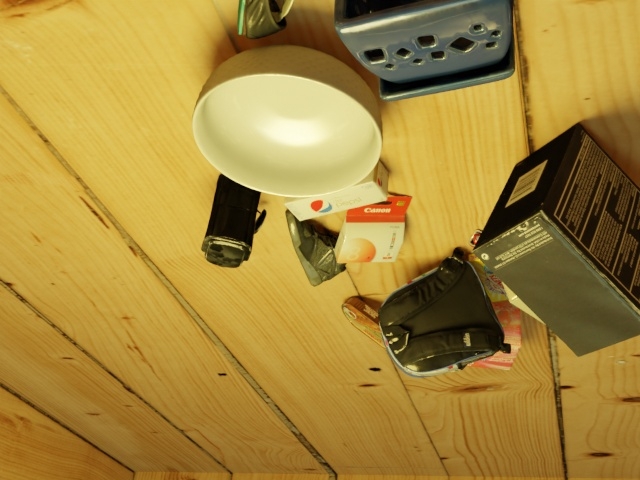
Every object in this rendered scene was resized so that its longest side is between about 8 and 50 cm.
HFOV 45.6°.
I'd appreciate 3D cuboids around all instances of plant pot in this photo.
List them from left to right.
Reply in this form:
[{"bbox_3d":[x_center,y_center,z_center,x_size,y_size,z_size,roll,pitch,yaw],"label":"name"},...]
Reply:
[{"bbox_3d":[0.164,-0.342,1.096,0.236,0.235,0.212,-8,149,20],"label":"plant pot"}]

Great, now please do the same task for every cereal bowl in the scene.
[{"bbox_3d":[-0.053,-0.229,1.381,0.339,0.141,0.339,5,146,4],"label":"cereal bowl"}]

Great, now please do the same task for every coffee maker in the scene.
[{"bbox_3d":[-0.195,-0.053,1.639,0.120,0.178,0.171,-1,146,10],"label":"coffee maker"}]

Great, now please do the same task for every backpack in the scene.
[{"bbox_3d":[0.273,0.199,1.817,0.264,0.276,0.213,-19,158,-6],"label":"backpack"}]

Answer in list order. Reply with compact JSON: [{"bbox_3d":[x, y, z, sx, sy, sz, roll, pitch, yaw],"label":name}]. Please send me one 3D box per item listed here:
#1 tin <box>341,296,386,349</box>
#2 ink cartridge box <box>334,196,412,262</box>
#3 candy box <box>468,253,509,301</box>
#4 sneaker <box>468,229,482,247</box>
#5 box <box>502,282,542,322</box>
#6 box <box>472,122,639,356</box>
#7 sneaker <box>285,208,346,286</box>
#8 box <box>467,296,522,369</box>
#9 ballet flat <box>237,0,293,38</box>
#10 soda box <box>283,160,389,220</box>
[{"bbox_3d":[0.135,0.222,2.035,0.190,0.040,0.106,35,150,29],"label":"tin"},{"bbox_3d":[0.121,-0.021,1.694,0.146,0.045,0.179,0,139,-17],"label":"ink cartridge box"},{"bbox_3d":[0.444,0.087,1.871,0.105,0.027,0.206,-9,143,26],"label":"candy box"},{"bbox_3d":[0.393,-0.002,1.730,0.067,0.042,0.118,29,143,-35],"label":"sneaker"},{"bbox_3d":[0.530,0.100,1.742,0.232,0.148,0.127,31,122,-32],"label":"box"},{"bbox_3d":[0.476,0.000,1.406,0.294,0.296,0.183,43,138,-8],"label":"box"},{"bbox_3d":[0.000,0.000,1.779,0.130,0.087,0.227,-22,125,5],"label":"sneaker"},{"bbox_3d":[0.365,0.235,2.004,0.300,0.142,0.154,5,146,3],"label":"box"},{"bbox_3d":[-0.082,-0.418,1.159,0.096,0.095,0.280,-1,157,-5],"label":"ballet flat"},{"bbox_3d":[0.033,-0.109,1.608,0.216,0.073,0.069,-12,142,27],"label":"soda box"}]
